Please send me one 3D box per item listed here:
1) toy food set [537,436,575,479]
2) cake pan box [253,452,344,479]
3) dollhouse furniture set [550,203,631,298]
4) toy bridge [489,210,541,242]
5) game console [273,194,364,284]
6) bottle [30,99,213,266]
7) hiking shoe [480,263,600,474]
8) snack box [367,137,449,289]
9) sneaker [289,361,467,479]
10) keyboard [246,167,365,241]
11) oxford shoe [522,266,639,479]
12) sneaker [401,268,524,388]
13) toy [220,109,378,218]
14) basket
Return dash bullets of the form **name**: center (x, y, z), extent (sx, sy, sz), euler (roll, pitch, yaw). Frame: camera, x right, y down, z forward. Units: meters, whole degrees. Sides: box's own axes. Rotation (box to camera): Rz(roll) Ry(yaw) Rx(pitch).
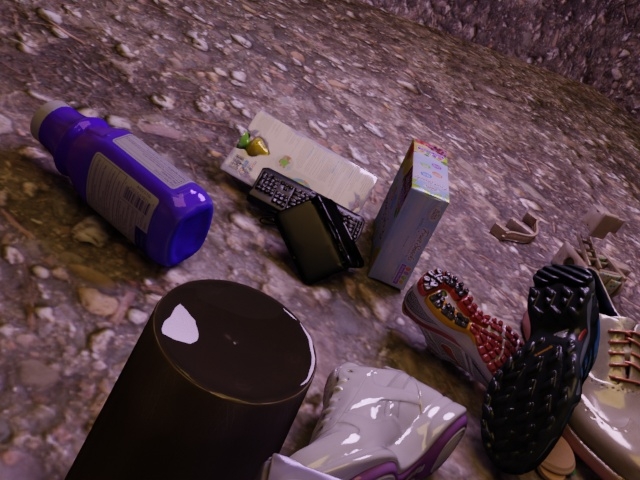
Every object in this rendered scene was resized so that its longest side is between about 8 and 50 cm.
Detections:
- **toy food set**: center (0.300, 0.277, 0.887), extent (0.082, 0.020, 0.083), euler (-5, 42, -43)
- **cake pan box**: center (0.039, 0.279, 0.455), extent (0.266, 0.246, 0.070), euler (23, 34, -9)
- **dollhouse furniture set**: center (0.601, 0.032, 1.363), extent (0.181, 0.161, 0.101), euler (12, 33, -23)
- **toy bridge**: center (0.431, -0.023, 1.448), extent (0.063, 0.026, 0.188), euler (43, 34, 24)
- **game console**: center (0.000, 0.000, 1.029), extent (0.122, 0.071, 0.107), euler (65, 18, 11)
- **bottle**: center (-0.271, -0.087, 0.899), extent (0.283, 0.118, 0.092), euler (37, 41, 18)
- **hiking shoe**: center (0.311, 0.180, 0.886), extent (0.132, 0.113, 0.304), euler (52, 58, -35)
- **snack box**: center (0.145, -0.048, 1.112), extent (0.070, 0.174, 0.207), euler (22, 31, -2)
- **sneaker**: center (0.031, 0.210, 0.711), extent (0.152, 0.114, 0.305), euler (36, 22, 29)
- **keyboard**: center (-0.021, -0.047, 1.077), extent (0.192, 0.038, 0.100), euler (26, 59, -5)
- **oxford shoe**: center (0.409, 0.187, 0.986), extent (0.140, 0.146, 0.397), euler (19, 32, -17)
- **sneaker**: center (0.209, 0.142, 0.961), extent (0.225, 0.093, 0.088), euler (49, 51, 3)
- **toy**: center (-0.038, -0.107, 1.150), extent (0.237, 0.056, 0.137), euler (32, 66, -3)
- **basket**: center (-0.103, 0.156, 0.549), extent (0.154, 0.227, 0.204), euler (41, 32, 22)
